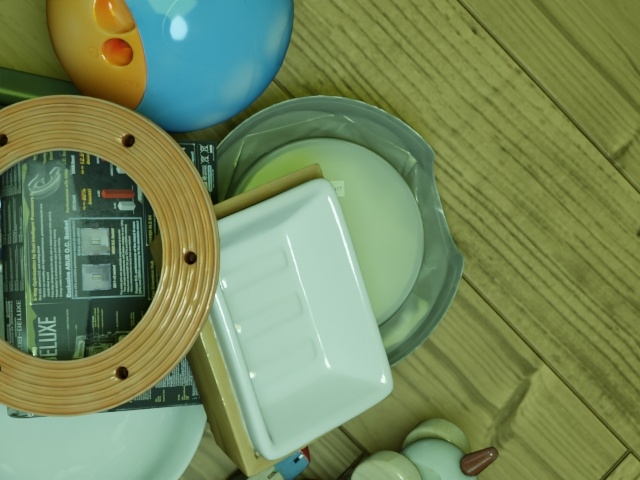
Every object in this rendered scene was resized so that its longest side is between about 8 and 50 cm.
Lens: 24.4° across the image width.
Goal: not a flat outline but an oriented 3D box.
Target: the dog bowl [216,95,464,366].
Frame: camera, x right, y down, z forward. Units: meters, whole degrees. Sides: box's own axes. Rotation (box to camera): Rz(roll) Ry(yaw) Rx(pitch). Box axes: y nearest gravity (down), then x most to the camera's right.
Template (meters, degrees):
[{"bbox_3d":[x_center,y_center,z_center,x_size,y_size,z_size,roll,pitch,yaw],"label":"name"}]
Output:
[{"bbox_3d":[0.000,0.000,1.833,0.349,0.102,0.348,0,87,-10],"label":"dog bowl"}]

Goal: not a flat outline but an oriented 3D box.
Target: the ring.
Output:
[{"bbox_3d":[-0.267,0.015,1.544,0.337,0.032,0.336,0,88,11],"label":"ring"}]

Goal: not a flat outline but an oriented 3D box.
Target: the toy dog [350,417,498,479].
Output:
[{"bbox_3d":[0.180,0.355,1.740,0.333,0.161,0.220,55,41,-22],"label":"toy dog"}]

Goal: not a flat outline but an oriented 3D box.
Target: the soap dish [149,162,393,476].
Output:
[{"bbox_3d":[-0.055,0.085,1.658,0.229,0.118,0.290,-25,102,-38],"label":"soap dish"}]

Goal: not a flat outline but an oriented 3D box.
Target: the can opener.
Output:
[{"bbox_3d":[-0.423,-0.163,1.777,0.283,0.076,0.095,11,66,-9],"label":"can opener"}]

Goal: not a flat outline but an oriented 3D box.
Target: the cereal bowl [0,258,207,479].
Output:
[{"bbox_3d":[-0.306,0.170,1.731,0.339,0.141,0.339,3,84,-31],"label":"cereal bowl"}]

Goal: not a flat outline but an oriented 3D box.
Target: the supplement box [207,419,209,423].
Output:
[{"bbox_3d":[-0.096,0.201,1.817,0.083,0.083,0.056,10,86,-9],"label":"supplement box"}]

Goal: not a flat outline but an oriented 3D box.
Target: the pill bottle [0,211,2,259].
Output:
[{"bbox_3d":[-0.359,-0.056,1.751,0.272,0.152,0.152,-19,91,-9],"label":"pill bottle"}]

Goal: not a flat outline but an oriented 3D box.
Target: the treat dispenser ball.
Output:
[{"bbox_3d":[-0.174,-0.268,1.720,0.288,0.288,0.288,0,88,-9],"label":"treat dispenser ball"}]

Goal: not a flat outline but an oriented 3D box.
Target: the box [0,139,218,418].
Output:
[{"bbox_3d":[-0.231,0.039,1.660,0.242,0.076,0.307,-2,88,-32],"label":"box"}]

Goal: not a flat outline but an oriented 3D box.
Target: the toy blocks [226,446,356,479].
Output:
[{"bbox_3d":[0.004,0.384,1.798,0.261,0.191,0.381,-41,95,-20],"label":"toy blocks"}]
